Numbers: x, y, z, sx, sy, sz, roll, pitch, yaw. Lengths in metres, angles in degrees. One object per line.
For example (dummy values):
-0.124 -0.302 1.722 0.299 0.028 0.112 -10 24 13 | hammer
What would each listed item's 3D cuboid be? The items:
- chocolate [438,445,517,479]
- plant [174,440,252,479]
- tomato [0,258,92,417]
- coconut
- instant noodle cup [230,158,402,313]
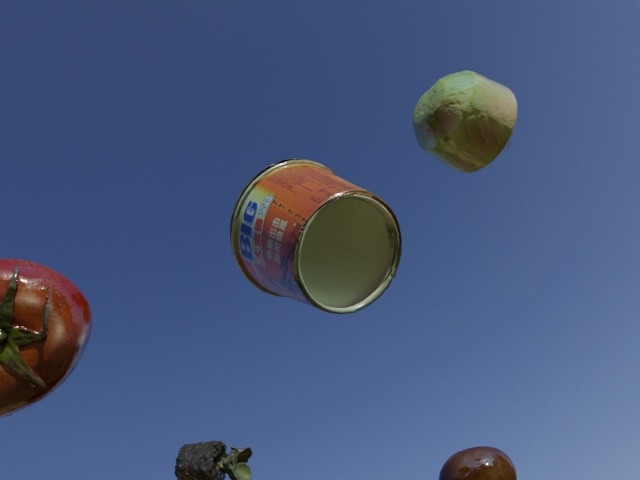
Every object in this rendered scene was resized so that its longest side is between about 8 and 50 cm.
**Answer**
0.359 0.540 1.477 0.176 0.177 0.177 -14 -49 -17 | chocolate
-0.288 0.619 1.792 0.203 0.142 0.131 -3 -54 22 | plant
-0.322 0.096 0.679 0.167 0.167 0.167 -14 -49 -17 | tomato
0.332 -0.259 1.455 0.236 0.204 0.236 -5 -70 -12 | coconut
0.000 0.000 1.242 0.296 0.214 0.296 -8 -74 -29 | instant noodle cup
